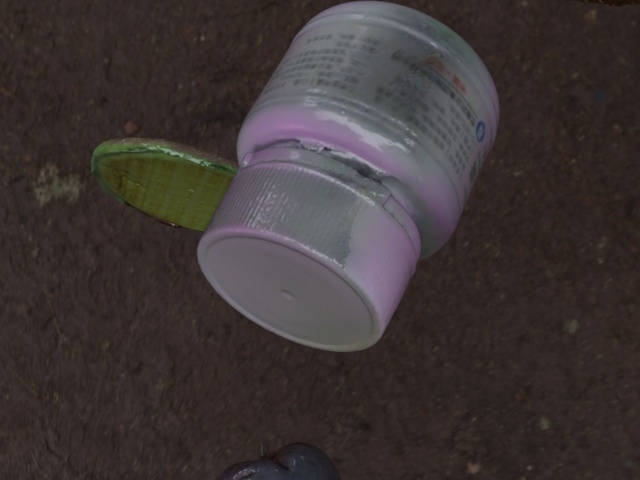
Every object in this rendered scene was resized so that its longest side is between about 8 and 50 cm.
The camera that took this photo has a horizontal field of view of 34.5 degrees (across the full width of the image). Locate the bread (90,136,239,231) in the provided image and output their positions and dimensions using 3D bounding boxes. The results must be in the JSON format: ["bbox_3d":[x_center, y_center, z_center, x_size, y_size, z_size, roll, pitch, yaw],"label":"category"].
[{"bbox_3d":[-0.174,-0.071,1.436,0.301,0.301,0.045,17,72,-8],"label":"bread"}]

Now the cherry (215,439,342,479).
[{"bbox_3d":[-0.044,0.326,1.235,0.176,0.140,0.176,13,63,-26],"label":"cherry"}]

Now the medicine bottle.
[{"bbox_3d":[0.028,-0.064,1.049,0.241,0.241,0.302,29,61,-2],"label":"medicine bottle"}]

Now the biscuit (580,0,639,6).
[{"bbox_3d":[0.244,-0.227,0.886,0.206,0.126,0.025,1,89,-56],"label":"biscuit"}]
